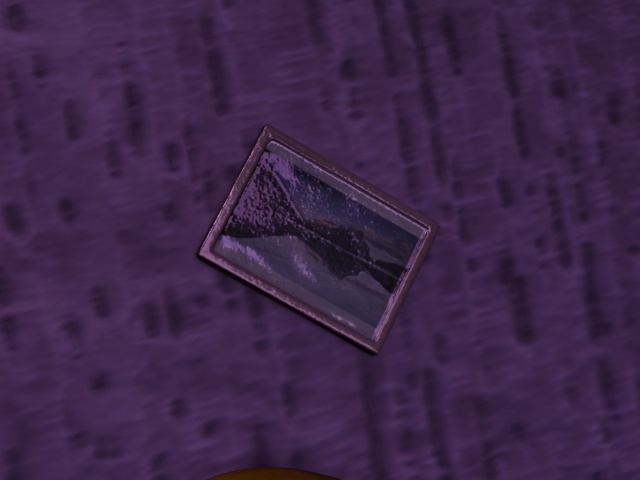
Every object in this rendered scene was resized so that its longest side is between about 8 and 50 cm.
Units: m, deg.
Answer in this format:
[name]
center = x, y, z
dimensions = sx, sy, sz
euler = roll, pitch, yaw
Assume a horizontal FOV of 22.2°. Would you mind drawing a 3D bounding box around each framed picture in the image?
[framed picture]
center = 0.000, 0.000, 1.577
dimensions = 0.203, 0.015, 0.150
euler = 30, 75, -11

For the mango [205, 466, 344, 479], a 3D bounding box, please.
[mango]
center = 0.014, 0.316, 1.474
dimensions = 0.331, 0.142, 0.195
euler = 42, 69, -5
